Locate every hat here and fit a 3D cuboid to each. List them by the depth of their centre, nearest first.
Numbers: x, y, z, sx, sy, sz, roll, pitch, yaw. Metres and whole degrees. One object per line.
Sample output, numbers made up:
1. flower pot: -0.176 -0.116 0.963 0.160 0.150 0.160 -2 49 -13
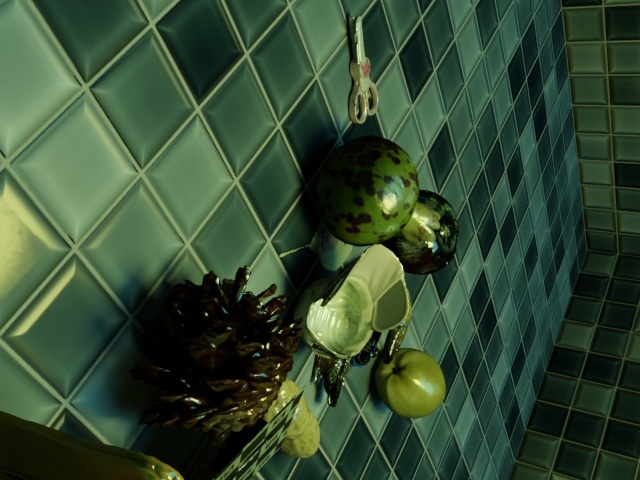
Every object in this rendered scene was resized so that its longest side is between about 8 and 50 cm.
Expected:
1. hat: 0.060 0.125 1.522 0.232 0.161 0.275 27 103 -44

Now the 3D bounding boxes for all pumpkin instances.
1. pumpkin: 0.268 -0.018 1.849 0.233 0.163 0.233 2 87 -54

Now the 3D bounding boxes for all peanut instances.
1. peanut: -0.069 0.376 1.459 0.123 0.124 0.256 -58 140 -32

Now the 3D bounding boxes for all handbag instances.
1. handbag: -0.299 0.339 0.837 0.133 0.401 0.283 -63 143 -34

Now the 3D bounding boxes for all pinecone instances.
1. pinecone: -0.168 0.183 1.134 0.298 0.242 0.295 140 -27 -75

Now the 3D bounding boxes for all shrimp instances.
1. shrimp: 0.113 0.230 1.682 0.233 0.071 0.364 19 80 -26

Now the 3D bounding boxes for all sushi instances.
1. sushi: -0.188 0.413 1.216 0.359 0.064 0.343 -41 162 -30

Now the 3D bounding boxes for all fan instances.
1. fan: 0.001 0.000 1.582 0.310 0.010 0.182 -24 117 -53

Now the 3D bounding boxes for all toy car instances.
1. toy car: 0.120 0.216 1.769 0.103 0.063 0.216 32 80 -51

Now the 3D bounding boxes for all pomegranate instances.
1. pomegranate: 0.123 -0.075 1.526 0.306 0.242 0.242 55 49 -22

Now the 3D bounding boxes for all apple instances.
1. apple: 0.241 0.384 1.891 0.200 0.200 0.200 -19 113 -54

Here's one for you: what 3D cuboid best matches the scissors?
1. scissors: 0.093 -0.395 1.613 0.118 0.031 0.242 -43 134 -46
